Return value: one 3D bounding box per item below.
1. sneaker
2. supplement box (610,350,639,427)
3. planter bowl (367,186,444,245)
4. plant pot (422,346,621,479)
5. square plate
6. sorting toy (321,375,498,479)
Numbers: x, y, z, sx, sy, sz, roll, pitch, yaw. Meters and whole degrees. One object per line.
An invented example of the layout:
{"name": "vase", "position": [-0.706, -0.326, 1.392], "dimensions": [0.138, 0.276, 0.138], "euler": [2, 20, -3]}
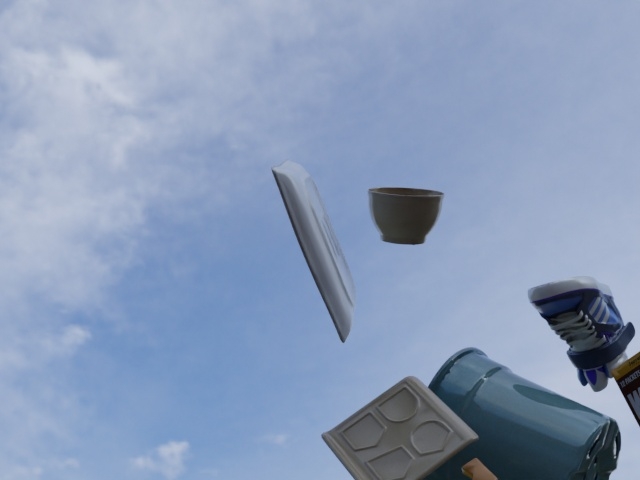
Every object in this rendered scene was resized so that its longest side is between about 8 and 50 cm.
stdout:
{"name": "sneaker", "position": [0.582, 0.213, 1.846], "dimensions": [0.130, 0.236, 0.323], "euler": [-21, -20, 37]}
{"name": "supplement box", "position": [0.666, 0.283, 1.499], "dimensions": [0.191, 0.194, 0.129], "euler": [1, -36, -32]}
{"name": "planter bowl", "position": [0.176, -0.050, 1.758], "dimensions": [0.162, 0.162, 0.109], "euler": [1, -81, -7]}
{"name": "plant pot", "position": [0.413, 0.434, 1.741], "dimensions": [0.334, 0.341, 0.341], "euler": [17, -22, 38]}
{"name": "square plate", "position": [0.000, 0.000, 1.665], "dimensions": [0.049, 0.344, 0.347], "euler": [-21, -84, 6]}
{"name": "sorting toy", "position": [0.167, 0.387, 1.515], "dimensions": [0.229, 0.307, 0.041], "euler": [-29, -54, -15]}
